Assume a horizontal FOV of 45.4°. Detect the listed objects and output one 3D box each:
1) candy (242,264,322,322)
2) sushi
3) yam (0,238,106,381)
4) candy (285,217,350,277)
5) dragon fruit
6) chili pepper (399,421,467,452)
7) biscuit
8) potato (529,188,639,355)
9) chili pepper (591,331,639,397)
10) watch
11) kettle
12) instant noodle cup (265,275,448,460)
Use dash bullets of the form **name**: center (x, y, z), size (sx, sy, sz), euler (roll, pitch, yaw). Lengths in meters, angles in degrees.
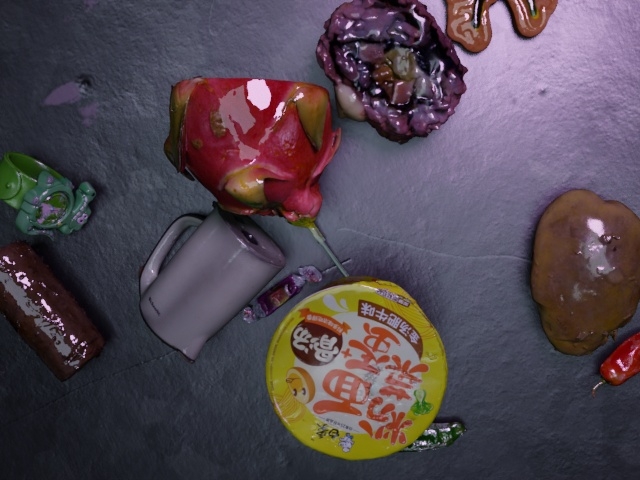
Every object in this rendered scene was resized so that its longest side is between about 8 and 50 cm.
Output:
- **candy**: center (-0.076, 0.104, 1.448), size (0.175, 0.043, 0.045), euler (-37, 83, 10)
- **sushi**: center (0.120, -0.291, 1.309), size (0.236, 0.171, 0.270), euler (-34, 98, 9)
- **yam**: center (-0.532, 0.130, 1.461), size (0.131, 0.131, 0.280), euler (-37, 96, 10)
- **candy**: center (0.000, 0.000, 1.428), size (0.062, 0.058, 0.194), euler (-27, 104, 36)
- **dragon fruit**: center (-0.112, -0.146, 1.292), size (0.305, 0.305, 0.226), euler (1, 94, 6)
- **chili pepper**: center (0.164, 0.362, 1.451), size (0.226, 0.059, 0.088), euler (-5, 93, 5)
- **biscuit**: center (0.291, -0.503, 1.324), size (0.201, 0.047, 0.334), euler (-11, 96, 8)
- **potato**: center (0.465, 0.060, 1.335), size (0.191, 0.141, 0.296), euler (5, 101, 8)
- **chili pepper**: center (0.559, 0.215, 1.390), size (0.191, 0.050, 0.059), euler (-39, 89, -2)
- **watch**: center (-0.532, -0.089, 1.438), size (0.152, 0.165, 0.131), euler (37, 102, 25)
- **kettle**: center (-0.220, 0.059, 1.414), size (0.255, 0.165, 0.240), euler (-47, 61, 14)
- **instant noodle cup**: center (0.067, 0.195, 1.348), size (0.311, 0.221, 0.312), euler (1, 102, 4)
